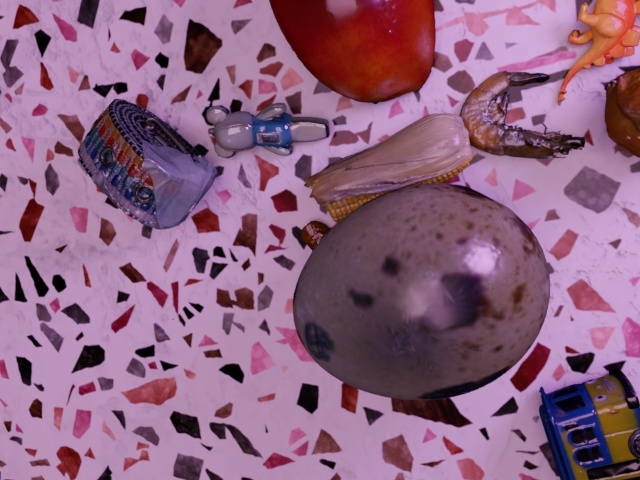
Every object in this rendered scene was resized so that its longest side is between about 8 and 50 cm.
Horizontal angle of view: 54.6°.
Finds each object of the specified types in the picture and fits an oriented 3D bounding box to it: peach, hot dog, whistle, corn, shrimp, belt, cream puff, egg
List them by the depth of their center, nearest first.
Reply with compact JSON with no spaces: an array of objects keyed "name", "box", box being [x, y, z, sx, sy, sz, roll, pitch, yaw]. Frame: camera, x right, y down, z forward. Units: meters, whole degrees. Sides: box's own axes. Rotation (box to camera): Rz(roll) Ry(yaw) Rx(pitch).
[{"name":"cream puff","box":[0.550,-0.215,0.926,0.155,0.268,0.241,64,147,25]},{"name":"egg","box":[0.152,0.089,1.018,0.427,0.345,0.345,-19,94,18]},{"name":"peach","box":[0.069,-0.393,1.064,0.281,0.281,0.338,-33,124,16]},{"name":"shrimp","box":[0.353,-0.217,1.076,0.217,0.051,0.150,14,97,17]},{"name":"corn","box":[0.119,-0.127,1.105,0.305,0.122,0.123,-23,70,18]},{"name":"belt","box":[-0.326,-0.143,1.173,0.257,0.207,0.150,45,108,12]},{"name":"whistle","box":[-0.099,-0.211,1.177,0.235,0.077,0.114,-1,128,8]},{"name":"hot dog","box":[0.000,0.000,1.201,0.058,0.035,0.083,-44,87,16]}]

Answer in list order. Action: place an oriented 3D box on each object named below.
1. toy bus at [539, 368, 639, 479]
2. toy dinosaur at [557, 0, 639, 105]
[{"name":"toy bus","box":[0.505,0.390,1.085,0.175,0.138,0.288,-18,94,15]},{"name":"toy dinosaur","box":[0.478,-0.357,1.017,0.117,0.070,0.289,14,106,11]}]
